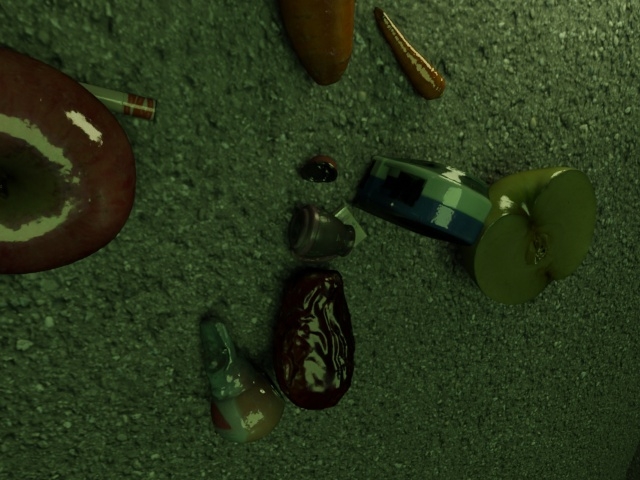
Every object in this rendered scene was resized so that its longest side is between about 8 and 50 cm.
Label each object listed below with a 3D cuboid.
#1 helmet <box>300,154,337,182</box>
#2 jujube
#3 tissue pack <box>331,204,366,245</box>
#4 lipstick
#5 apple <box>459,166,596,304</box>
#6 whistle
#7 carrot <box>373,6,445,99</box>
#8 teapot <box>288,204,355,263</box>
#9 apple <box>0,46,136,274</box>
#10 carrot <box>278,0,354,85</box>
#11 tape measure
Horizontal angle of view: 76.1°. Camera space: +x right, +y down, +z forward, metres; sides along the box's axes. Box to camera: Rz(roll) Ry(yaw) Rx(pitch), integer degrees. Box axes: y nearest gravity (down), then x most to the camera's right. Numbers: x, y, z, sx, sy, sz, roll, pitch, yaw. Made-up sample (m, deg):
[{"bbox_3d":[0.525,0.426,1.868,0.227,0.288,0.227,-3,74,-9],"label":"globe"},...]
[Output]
[{"bbox_3d":[-0.002,-0.166,0.916,0.084,0.049,0.065,5,146,0],"label":"helmet"},{"bbox_3d":[-0.014,0.231,0.992,0.217,0.216,0.341,-2,105,-23],"label":"jujube"},{"bbox_3d":[0.066,-0.033,1.013,0.056,0.023,0.108,-39,120,-3],"label":"tissue pack"},{"bbox_3d":[-0.364,-0.247,0.728,0.131,0.038,0.038,7,107,-26],"label":"lipstick"},{"bbox_3d":[0.558,0.001,1.102,0.360,0.320,0.311,53,45,-36],"label":"apple"},{"bbox_3d":[-0.206,0.341,0.963,0.189,0.189,0.347,-27,108,-12],"label":"whistle"},{"bbox_3d":[0.199,-0.406,0.907,0.257,0.061,0.061,39,91,-28],"label":"carrot"},{"bbox_3d":[0.004,0.002,0.943,0.146,0.116,0.148,14,106,-24],"label":"teapot"},{"bbox_3d":[-0.461,-0.118,0.602,0.345,0.269,0.344,-15,120,-27],"label":"apple"},{"bbox_3d":[0.007,-0.413,0.775,0.159,0.159,0.224,-24,128,-14],"label":"carrot"},{"bbox_3d":[0.250,-0.091,0.949,0.260,0.262,0.138,18,92,-29],"label":"tape measure"}]
